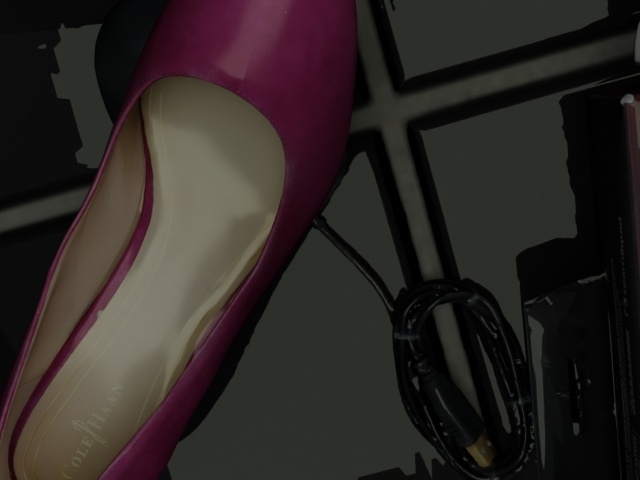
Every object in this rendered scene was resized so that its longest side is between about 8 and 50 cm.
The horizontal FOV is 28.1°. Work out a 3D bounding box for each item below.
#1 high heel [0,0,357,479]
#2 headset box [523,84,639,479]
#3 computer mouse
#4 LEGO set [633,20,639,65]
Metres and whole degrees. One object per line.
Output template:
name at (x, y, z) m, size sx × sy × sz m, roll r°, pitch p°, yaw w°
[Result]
high heel at (-0.058, 0.006, 0.429) m, size 0.082 × 0.117 × 0.244 m, roll 31°, pitch 116°, yaw 1°
headset box at (0.220, 0.044, 0.440) m, size 0.293 × 0.110 × 0.218 m, roll -4°, pitch 96°, yaw 6°
computer mouse at (0.000, 0.000, 0.493) m, size 0.071 × 0.041 × 0.242 m, roll -42°, pitch 92°, yaw 8°
LEGO set at (0.218, -0.120, 0.438) m, size 0.227 × 0.087 × 0.093 m, roll -6°, pitch 93°, yaw 13°
